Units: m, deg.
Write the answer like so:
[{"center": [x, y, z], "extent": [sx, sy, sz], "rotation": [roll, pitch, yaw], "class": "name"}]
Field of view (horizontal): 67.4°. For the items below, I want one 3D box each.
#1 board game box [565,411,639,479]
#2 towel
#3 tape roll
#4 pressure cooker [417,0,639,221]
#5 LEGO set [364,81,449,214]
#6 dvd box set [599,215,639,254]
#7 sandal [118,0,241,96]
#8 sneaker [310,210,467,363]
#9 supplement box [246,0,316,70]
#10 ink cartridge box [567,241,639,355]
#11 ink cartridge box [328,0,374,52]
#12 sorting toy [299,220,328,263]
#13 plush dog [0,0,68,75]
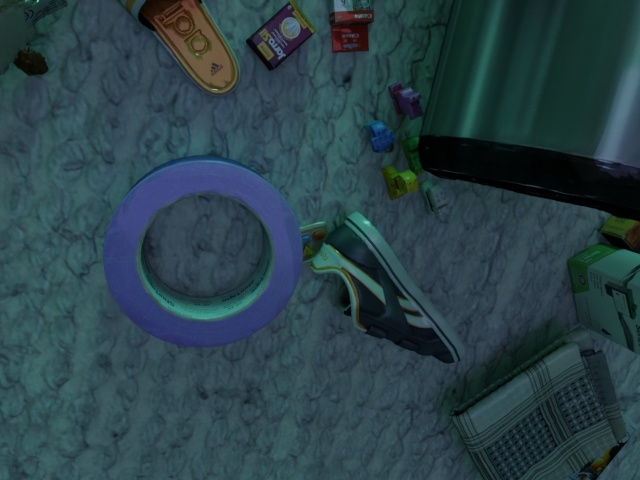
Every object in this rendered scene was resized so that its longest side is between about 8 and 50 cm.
[{"center": [0.525, 0.395, 1.025], "extent": [0.305, 0.053, 0.193], "rotation": [36, 92, -21], "class": "board game box"}, {"center": [0.444, 0.364, 0.937], "extent": [0.324, 0.056, 0.312], "rotation": [-32, 109, -6], "class": "towel"}, {"center": [-0.168, 0.015, 0.713], "extent": [0.274, 0.090, 0.275], "rotation": [-4, 105, -14], "class": "tape roll"}, {"center": [0.334, -0.254, 0.596], "extent": [0.375, 0.370, 0.421], "rotation": [13, 98, 2], "class": "pressure cooker"}, {"center": [0.139, -0.125, 0.757], "extent": [0.087, 0.093, 0.227], "rotation": [-25, 110, -7], "class": "LEGO set"}, {"center": [0.795, -0.091, 0.964], "extent": [0.307, 0.062, 0.420], "rotation": [38, 92, -21], "class": "dvd box set"}, {"center": [-0.194, -0.309, 0.623], "extent": [0.102, 0.076, 0.265], "rotation": [-42, 111, -2], "class": "sandal"}, {"center": [0.109, 0.109, 0.798], "extent": [0.127, 0.126, 0.321], "rotation": [-41, 105, -3], "class": "sneaker"}, {"center": [-0.057, -0.292, 0.684], "extent": [0.083, 0.043, 0.055], "rotation": [-43, 113, 0], "class": "supplement box"}, {"center": [0.580, 0.116, 0.876], "extent": [0.092, 0.219, 0.160], "rotation": [-24, 109, -8], "class": "ink cartridge box"}, {"center": [0.046, -0.341, 0.706], "extent": [0.062, 0.029, 0.115], "rotation": [-8, 106, -14], "class": "ink cartridge box"}, {"center": [0.000, 0.000, 0.795], "extent": [0.083, 0.012, 0.062], "rotation": [-15, 108, -11], "class": "sorting toy"}, {"center": [-0.448, -0.279, 0.527], "extent": [0.225, 0.210, 0.263], "rotation": [32, 92, -2], "class": "plush dog"}]
